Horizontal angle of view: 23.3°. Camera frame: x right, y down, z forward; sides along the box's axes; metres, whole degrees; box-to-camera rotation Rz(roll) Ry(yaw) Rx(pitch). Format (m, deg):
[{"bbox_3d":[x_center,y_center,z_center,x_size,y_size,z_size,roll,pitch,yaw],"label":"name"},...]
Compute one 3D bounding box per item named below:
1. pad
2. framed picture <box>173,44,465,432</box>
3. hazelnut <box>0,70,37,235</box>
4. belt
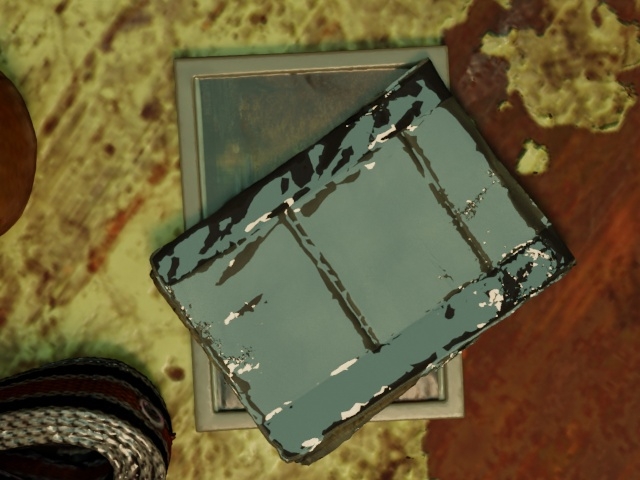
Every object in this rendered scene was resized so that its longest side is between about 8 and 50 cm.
[{"bbox_3d":[0.025,0.016,1.008,0.233,0.022,0.174,-37,93,1],"label":"pad"},{"bbox_3d":[0.000,0.000,1.024,0.184,0.016,0.250,-2,95,0],"label":"framed picture"},{"bbox_3d":[-0.246,-0.061,0.952,0.150,0.150,0.150,0,94,-1],"label":"hazelnut"},{"bbox_3d":[-0.272,0.128,0.992,0.359,0.094,0.126,4,99,0],"label":"belt"}]
